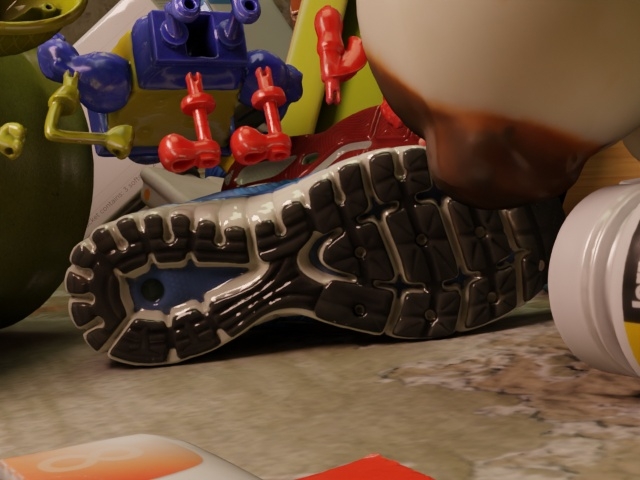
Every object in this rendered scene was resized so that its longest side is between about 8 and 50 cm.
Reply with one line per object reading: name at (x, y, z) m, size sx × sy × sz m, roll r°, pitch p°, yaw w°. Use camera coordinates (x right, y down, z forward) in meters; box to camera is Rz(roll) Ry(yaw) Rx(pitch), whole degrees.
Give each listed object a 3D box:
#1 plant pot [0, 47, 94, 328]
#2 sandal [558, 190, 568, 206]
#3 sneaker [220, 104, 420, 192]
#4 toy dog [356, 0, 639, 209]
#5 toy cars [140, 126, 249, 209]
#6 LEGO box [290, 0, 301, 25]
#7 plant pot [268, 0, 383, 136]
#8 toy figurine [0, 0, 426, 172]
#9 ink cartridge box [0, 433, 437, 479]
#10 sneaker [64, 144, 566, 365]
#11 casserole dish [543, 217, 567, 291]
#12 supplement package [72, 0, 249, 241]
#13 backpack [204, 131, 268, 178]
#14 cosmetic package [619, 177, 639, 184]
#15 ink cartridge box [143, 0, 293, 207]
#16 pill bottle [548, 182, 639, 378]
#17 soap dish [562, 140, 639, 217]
plant pot at (-0.359, -0.050, 1.170) m, size 0.366 × 0.366 × 0.353 m, roll -2°, pitch -4°, yaw 34°
sandal at (0.292, -0.097, 1.604) m, size 0.303 × 0.120 × 0.086 m, roll -1°, pitch 29°, yaw 41°
sneaker at (0.045, -0.028, 1.244) m, size 0.221 × 0.087 × 0.128 m, roll -2°, pitch -35°, yaw 38°
toy dog at (0.222, -0.141, 0.919) m, size 0.408 × 0.284 × 0.395 m, roll -9°, pitch 22°, yaw -7°
toy cars at (-0.044, -0.024, 1.510) m, size 0.176 × 0.087 × 0.394 m, roll 23°, pitch 16°, yaw 8°
LEGO box at (0.256, -0.218, 1.672) m, size 0.500 × 0.193 × 0.372 m, roll -5°, pitch -30°, yaw 13°
plant pot at (0.071, -0.121, 1.394) m, size 0.207 × 0.227 × 0.228 m, roll 15°, pitch 8°, yaw -1°
toy figurine at (-0.123, -0.092, 1.175) m, size 0.363 × 0.191 × 0.217 m, roll -4°, pitch -24°, yaw -22°
ink cartridge box at (-0.026, 0.103, 0.672) m, size 0.179 × 0.045 × 0.145 m, roll -12°, pitch 9°, yaw -24°
sneaker at (0.000, 0.000, 1.125) m, size 0.330 × 0.129 × 0.147 m, roll -6°, pitch 10°, yaw 5°
casserole dish at (0.205, 0.009, 1.239) m, size 0.114 × 0.037 × 0.188 m, roll -5°, pitch 8°, yaw 6°
supplement package at (-0.203, -0.109, 1.620) m, size 0.262 × 0.145 × 0.204 m, roll -42°, pitch 1°, yaw 10°
backpack at (-0.062, -0.063, 1.807) m, size 0.120 × 0.098 × 0.101 m, roll -7°, pitch 27°, yaw -14°
cosmetic package at (0.413, -0.013, 0.999) m, size 0.377 × 0.097 × 0.284 m, roll -9°, pitch 5°, yaw -16°
ink cartridge box at (-0.180, -0.152, 1.973) m, size 0.307 × 0.129 × 0.223 m, roll -34°, pitch -3°, yaw 20°
pill bottle at (0.213, 0.024, 0.777) m, size 0.119 × 0.119 × 0.208 m, roll -11°, pitch 8°, yaw -34°
soap dish at (0.374, -0.064, 1.340) m, size 0.229 × 0.118 × 0.291 m, roll -13°, pitch 9°, yaw -43°
